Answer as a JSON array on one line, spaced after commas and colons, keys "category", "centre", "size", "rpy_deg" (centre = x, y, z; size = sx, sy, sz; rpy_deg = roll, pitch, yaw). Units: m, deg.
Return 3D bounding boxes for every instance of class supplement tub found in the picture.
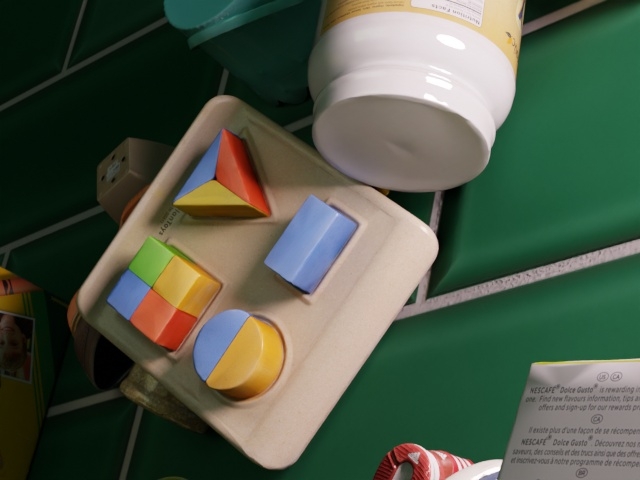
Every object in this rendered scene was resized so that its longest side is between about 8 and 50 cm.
[{"category": "supplement tub", "centre": [0.109, -0.235, 1.843], "size": [0.228, 0.228, 0.316], "rpy_deg": [-21, 49, 44]}]

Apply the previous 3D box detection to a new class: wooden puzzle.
[{"category": "wooden puzzle", "centre": [-0.089, 0.035, 1.879], "size": [0.348, 0.080, 0.322], "rpy_deg": [35, 91, 29]}]

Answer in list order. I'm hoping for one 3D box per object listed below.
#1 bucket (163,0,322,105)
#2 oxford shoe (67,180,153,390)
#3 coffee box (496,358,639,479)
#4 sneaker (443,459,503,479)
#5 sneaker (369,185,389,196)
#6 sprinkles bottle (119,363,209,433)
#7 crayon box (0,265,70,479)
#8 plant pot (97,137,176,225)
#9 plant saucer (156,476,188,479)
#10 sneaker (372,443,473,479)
[{"category": "bucket", "centre": [-0.062, -0.333, 2.192], "size": [0.281, 0.183, 0.281], "rpy_deg": [-33, 41, 34]}, {"category": "oxford shoe", "centre": [-0.205, 0.050, 2.123], "size": [0.364, 0.130, 0.133], "rpy_deg": [-55, 36, 37]}, {"category": "coffee box", "centre": [0.316, 0.284, 1.045], "size": [0.338, 0.337, 0.334], "rpy_deg": [-8, 57, 51]}, {"category": "sneaker", "centre": [0.096, 0.328, 1.310], "size": [0.148, 0.131, 0.350], "rpy_deg": [12, 56, 49]}, {"category": "sneaker", "centre": [0.000, 0.000, 1.931], "size": [0.092, 0.088, 0.225], "rpy_deg": [28, 89, 53]}, {"category": "sprinkles bottle", "centre": [-0.110, 0.051, 2.005], "size": [0.121, 0.121, 0.355], "rpy_deg": [20, 81, 57]}, {"category": "crayon box", "centre": [-0.537, 0.162, 2.263], "size": [0.106, 0.363, 0.313], "rpy_deg": [-19, 50, 45]}, {"category": "plant pot", "centre": [-0.252, -0.079, 2.323], "size": [0.109, 0.096, 0.109], "rpy_deg": [-39, 37, 29]}, {"category": "plant saucer", "centre": [-0.192, 0.391, 1.920], "size": [0.241, 0.037, 0.241], "rpy_deg": [-32, 42, 35]}, {"category": "sneaker", "centre": [0.081, 0.294, 1.567], "size": [0.221, 0.128, 0.087], "rpy_deg": [-57, 45, 19]}]
